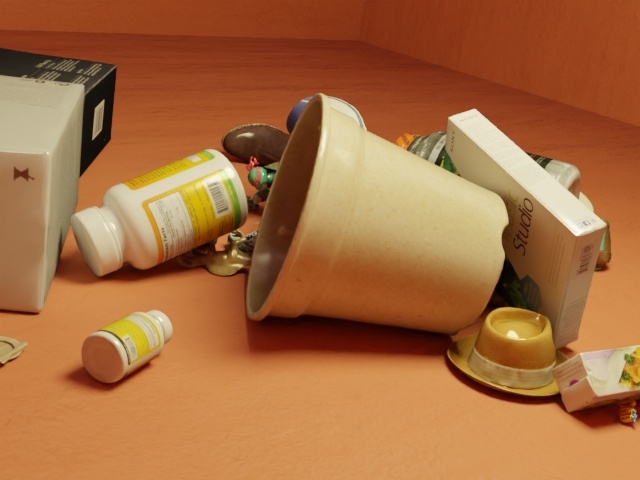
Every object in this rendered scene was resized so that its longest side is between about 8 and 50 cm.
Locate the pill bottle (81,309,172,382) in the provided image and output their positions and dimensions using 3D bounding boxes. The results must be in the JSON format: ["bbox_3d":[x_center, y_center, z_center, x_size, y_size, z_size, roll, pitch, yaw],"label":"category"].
[{"bbox_3d":[-0.234,0.126,1.161,0.065,0.065,0.116,17,21,21],"label":"pill bottle"}]

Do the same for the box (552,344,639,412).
[{"bbox_3d":[0.465,0.178,1.294,0.324,0.067,0.063,-2,64,-30],"label":"box"}]

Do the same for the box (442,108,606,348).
[{"bbox_3d":[0.290,-0.021,1.432,0.058,0.232,0.322,-18,44,-19],"label":"box"}]

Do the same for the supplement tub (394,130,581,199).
[{"bbox_3d":[0.294,-0.083,1.760,0.338,0.207,0.207,19,22,24],"label":"supplement tub"}]

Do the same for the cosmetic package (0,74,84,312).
[{"bbox_3d":[-0.462,-0.091,1.420,0.161,0.230,0.453,5,19,-10],"label":"cosmetic package"}]

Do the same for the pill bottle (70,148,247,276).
[{"bbox_3d":[-0.248,-0.038,1.446,0.246,0.136,0.136,-25,35,-26],"label":"pill bottle"}]

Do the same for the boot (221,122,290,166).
[{"bbox_3d":[-0.080,-0.186,2.048,0.248,0.090,0.207,6,17,-18],"label":"boot"}]

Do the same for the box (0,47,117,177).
[{"bbox_3d":[-0.605,-0.268,1.916,0.312,0.179,0.343,9,19,-4],"label":"box"}]

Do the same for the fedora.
[{"bbox_3d":[0.273,0.145,1.311,0.194,0.079,0.194,9,19,-3],"label":"fedora"}]

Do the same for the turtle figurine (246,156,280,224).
[{"bbox_3d":[-0.057,-0.088,1.750,0.234,0.118,0.175,8,12,-26],"label":"turtle figurine"}]

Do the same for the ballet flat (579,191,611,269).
[{"bbox_3d":[0.476,-0.058,1.894,0.116,0.124,0.342,3,20,-18],"label":"ballet flat"}]

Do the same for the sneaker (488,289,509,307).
[{"bbox_3d":[0.273,0.052,1.587,0.071,0.066,0.188,5,19,-8],"label":"sneaker"}]

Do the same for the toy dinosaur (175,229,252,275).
[{"bbox_3d":[-0.144,0.028,1.519,0.183,0.053,0.092,0,35,-2],"label":"toy dinosaur"}]

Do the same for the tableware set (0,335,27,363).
[{"bbox_3d":[-0.454,0.122,1.139,0.169,0.020,0.141,20,23,27],"label":"tableware set"}]

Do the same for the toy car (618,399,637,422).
[{"bbox_3d":[0.451,0.240,1.218,0.122,0.060,0.040,-5,43,26],"label":"toy car"}]

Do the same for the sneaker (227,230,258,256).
[{"bbox_3d":[-0.101,0.004,1.565,0.135,0.058,0.052,24,24,37],"label":"sneaker"}]

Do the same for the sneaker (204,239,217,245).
[{"bbox_3d":[-0.228,-0.074,1.665,0.106,0.101,0.267,4,20,-7],"label":"sneaker"}]

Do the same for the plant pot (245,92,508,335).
[{"bbox_3d":[0.088,-0.007,1.359,0.305,0.334,0.334,17,18,-11],"label":"plant pot"}]

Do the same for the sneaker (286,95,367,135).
[{"bbox_3d":[0.001,-0.142,1.637,0.182,0.127,0.315,-4,42,-35],"label":"sneaker"}]
